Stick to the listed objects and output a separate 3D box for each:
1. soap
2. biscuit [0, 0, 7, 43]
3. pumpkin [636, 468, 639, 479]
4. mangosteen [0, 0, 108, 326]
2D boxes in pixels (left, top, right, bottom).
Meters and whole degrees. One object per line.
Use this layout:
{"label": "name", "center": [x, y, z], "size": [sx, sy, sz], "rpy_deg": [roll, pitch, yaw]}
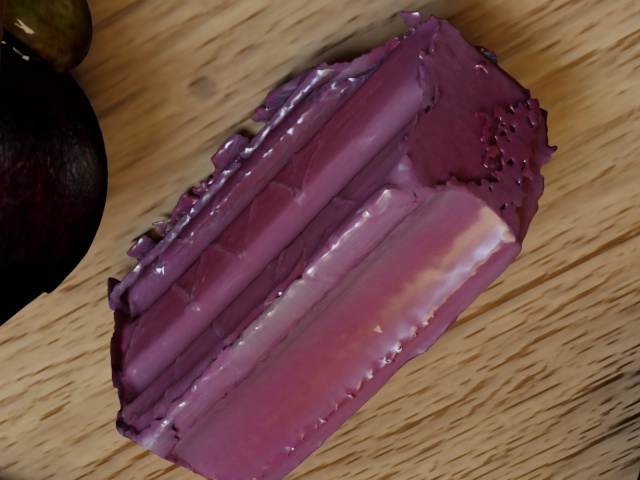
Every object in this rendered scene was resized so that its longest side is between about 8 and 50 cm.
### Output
{"label": "soap", "center": [0.000, 0.000, 0.662], "size": [0.099, 0.162, 0.250], "rpy_deg": [34, 115, -24]}
{"label": "biscuit", "center": [-0.219, -0.112, 0.510], "size": [0.278, 0.301, 0.043], "rpy_deg": [-51, 151, -4]}
{"label": "pumpkin", "center": [0.345, 0.178, 0.758], "size": [0.328, 0.257, 0.291], "rpy_deg": [-19, 111, 15]}
{"label": "mangosteen", "center": [-0.184, -0.059, 0.598], "size": [0.194, 0.194, 0.230], "rpy_deg": [15, 105, -15]}
